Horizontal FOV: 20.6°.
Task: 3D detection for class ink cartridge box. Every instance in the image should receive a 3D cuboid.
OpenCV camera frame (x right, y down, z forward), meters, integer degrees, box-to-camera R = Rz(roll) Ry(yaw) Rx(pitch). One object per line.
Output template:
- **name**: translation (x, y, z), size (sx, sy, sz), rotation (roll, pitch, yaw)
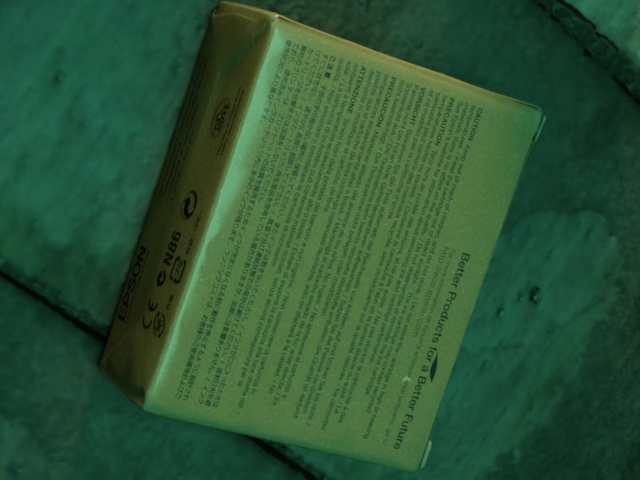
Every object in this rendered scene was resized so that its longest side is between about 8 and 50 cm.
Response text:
- **ink cartridge box**: translation (0.000, 0.000, 1.038), size (0.193, 0.088, 0.235), rotation (17, 94, -30)
